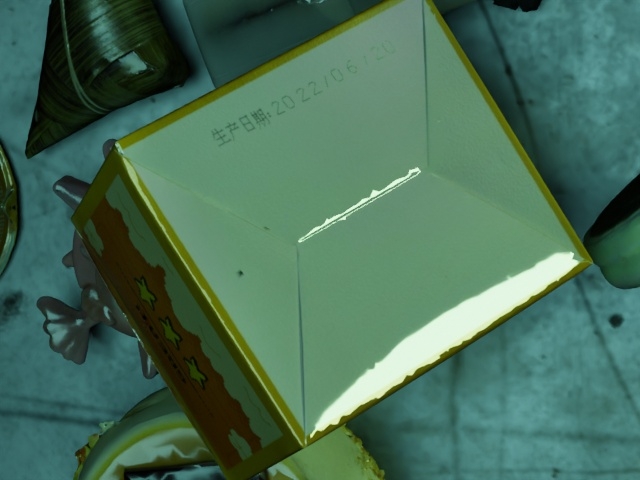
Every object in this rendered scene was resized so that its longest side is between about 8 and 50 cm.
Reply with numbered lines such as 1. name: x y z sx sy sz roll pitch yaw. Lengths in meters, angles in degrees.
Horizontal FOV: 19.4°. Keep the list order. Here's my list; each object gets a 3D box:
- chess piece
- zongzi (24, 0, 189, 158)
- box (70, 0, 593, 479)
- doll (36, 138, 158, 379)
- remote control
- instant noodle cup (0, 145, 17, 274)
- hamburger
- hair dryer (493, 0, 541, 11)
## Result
1. chess piece: 0.343 0.055 1.464 0.139 0.139 0.271 -42 96 19
2. zongzi: -0.224 -0.188 1.630 0.184 0.084 0.187 -25 83 30
3. box: 0.000 0.000 1.439 0.283 0.214 0.259 -30 87 -22
4. doll: -0.141 0.012 1.618 0.262 0.093 0.211 -34 93 17
5. remote control: 0.017 -0.212 1.528 0.313 0.055 0.109 -19 92 33
6. instant noodle cup: -0.401 -0.024 1.657 0.216 0.172 0.216 3 98 19
7. hamburger: -0.080 0.248 1.592 0.294 0.179 0.276 -9 99 15
8. hair dryer: 0.184 -0.299 1.475 0.197 0.089 0.251 23 111 13
